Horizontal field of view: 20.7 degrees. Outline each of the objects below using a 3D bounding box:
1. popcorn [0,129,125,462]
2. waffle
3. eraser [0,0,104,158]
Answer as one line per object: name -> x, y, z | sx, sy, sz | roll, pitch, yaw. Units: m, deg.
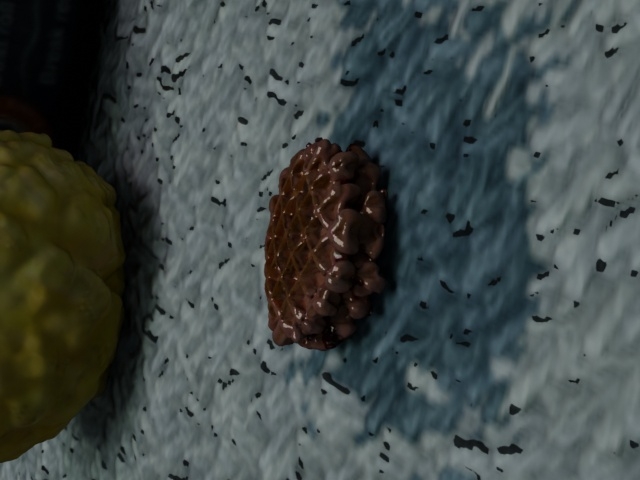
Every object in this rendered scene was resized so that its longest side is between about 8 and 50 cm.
popcorn -> -0.179, 0.023, 0.885 | 0.170, 0.180, 0.180 | 43, 129, 19
waffle -> 0.000, 0.000, 0.669 | 0.075, 0.029, 0.083 | -20, 63, 61
eraser -> -0.200, -0.089, 1.018 | 0.155, 0.101, 0.332 | 37, 116, 62
